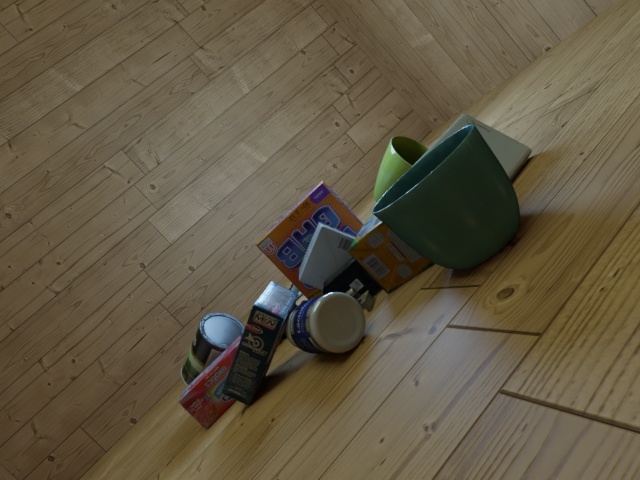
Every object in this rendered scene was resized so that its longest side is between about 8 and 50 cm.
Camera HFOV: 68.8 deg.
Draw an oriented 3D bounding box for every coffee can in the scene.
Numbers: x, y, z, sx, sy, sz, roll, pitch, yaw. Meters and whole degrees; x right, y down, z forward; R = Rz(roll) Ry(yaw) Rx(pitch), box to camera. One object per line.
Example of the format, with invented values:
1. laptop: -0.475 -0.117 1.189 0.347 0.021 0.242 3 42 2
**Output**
1. coffee can: -0.439 0.467 1.924 0.276 0.201 0.201 -63 -4 26

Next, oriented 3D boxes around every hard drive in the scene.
1. hard drive: 0.408 -0.199 1.321 0.353 0.233 0.047 -45 -21 -25

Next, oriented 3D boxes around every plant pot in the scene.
1. plant pot: 0.379 -0.293 2.216 0.294 0.274 0.275 -58 -5 37
2. plant pot: 0.303 -0.076 1.061 0.293 0.235 0.293 -43 6 6

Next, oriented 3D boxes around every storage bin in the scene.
1. storage bin: 0.106 0.132 1.448 0.180 0.122 0.084 -42 5 9

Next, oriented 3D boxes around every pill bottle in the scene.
1. pill bottle: 0.002 0.232 1.279 0.153 0.153 0.264 -46 6 -26

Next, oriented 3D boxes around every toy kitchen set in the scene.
1. toy kitchen set: 0.104 0.182 1.368 0.083 0.068 0.075 -41 6 22

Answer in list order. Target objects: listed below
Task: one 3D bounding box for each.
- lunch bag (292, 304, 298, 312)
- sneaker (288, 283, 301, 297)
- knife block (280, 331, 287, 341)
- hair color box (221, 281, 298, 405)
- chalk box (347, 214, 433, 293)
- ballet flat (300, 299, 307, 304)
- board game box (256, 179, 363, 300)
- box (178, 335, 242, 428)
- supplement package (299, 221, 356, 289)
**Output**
1. lunch bag: -0.149 0.318 2.099 0.098 0.067 0.065 -47 7 -29
2. sneaker: -0.110 0.216 2.393 0.271 0.108 0.100 -45 8 -4
3. knife block: -0.192 0.364 1.955 0.242 0.088 0.276 -42 5 1
4. hair color box: -0.189 0.324 1.474 0.174 0.105 0.348 -58 -10 -68
5. chalk box: 0.234 -0.017 1.388 0.179 0.180 0.289 -39 8 32
6. ballet flat: -0.053 0.286 1.743 0.058 0.084 0.250 -5 9 5
7. board game box: 0.000 0.000 1.961 0.356 0.356 0.356 -43 6 6
8. box: -0.353 0.510 1.707 0.300 0.142 0.154 -44 6 -11
9. supplement package: 0.050 0.066 1.634 0.263 0.199 0.198 -120 52 -84
